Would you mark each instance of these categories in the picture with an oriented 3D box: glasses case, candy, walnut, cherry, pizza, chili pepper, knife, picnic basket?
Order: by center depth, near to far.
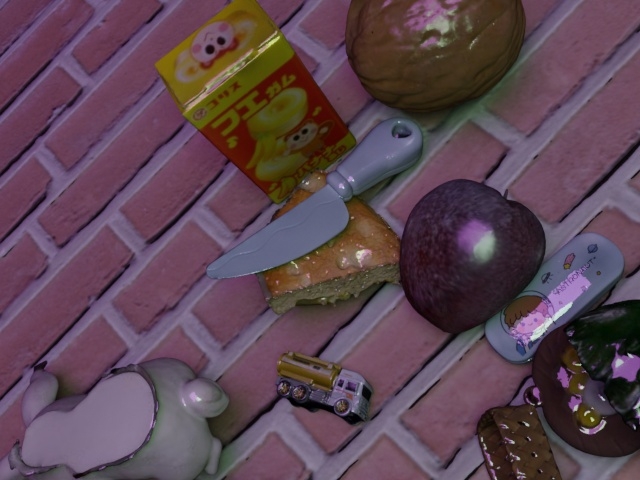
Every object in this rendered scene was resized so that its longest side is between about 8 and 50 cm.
[{"bbox_3d":[0.343,0.159,0.767,0.148,0.116,0.264,-42,97,-16],"label":"chili pepper"},{"bbox_3d":[0.218,0.264,0.849,0.055,0.110,0.193,-11,65,-7],"label":"picnic basket"},{"bbox_3d":[0.263,0.065,0.937,0.178,0.045,0.067,-43,60,2],"label":"glasses case"},{"bbox_3d":[0.161,0.012,0.938,0.176,0.140,0.176,-31,38,27],"label":"cherry"},{"bbox_3d":[-0.069,-0.163,1.022,0.146,0.276,0.088,-37,63,7],"label":"candy"},{"bbox_3d":[0.006,-0.041,1.023,0.331,0.044,0.080,-40,65,-19],"label":"knife"},{"bbox_3d":[0.135,-0.262,1.024,0.228,0.228,0.228,-7,68,19],"label":"walnut"},{"bbox_3d":[-0.005,0.007,1.054,0.188,0.080,0.204,-20,52,-12],"label":"pizza"}]

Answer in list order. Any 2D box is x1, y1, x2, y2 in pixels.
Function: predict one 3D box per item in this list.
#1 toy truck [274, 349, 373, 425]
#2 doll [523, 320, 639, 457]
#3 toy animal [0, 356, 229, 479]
[{"bbox_3d":[0.002,0.174,0.995,0.123,0.052,0.062,12,69,26],"label":"toy truck"},{"bbox_3d":[0.307,0.139,0.870,0.188,0.096,0.145,-34,69,-5],"label":"doll"},{"bbox_3d":[-0.273,0.236,1.023,0.325,0.154,0.208,2,65,27],"label":"toy animal"}]
